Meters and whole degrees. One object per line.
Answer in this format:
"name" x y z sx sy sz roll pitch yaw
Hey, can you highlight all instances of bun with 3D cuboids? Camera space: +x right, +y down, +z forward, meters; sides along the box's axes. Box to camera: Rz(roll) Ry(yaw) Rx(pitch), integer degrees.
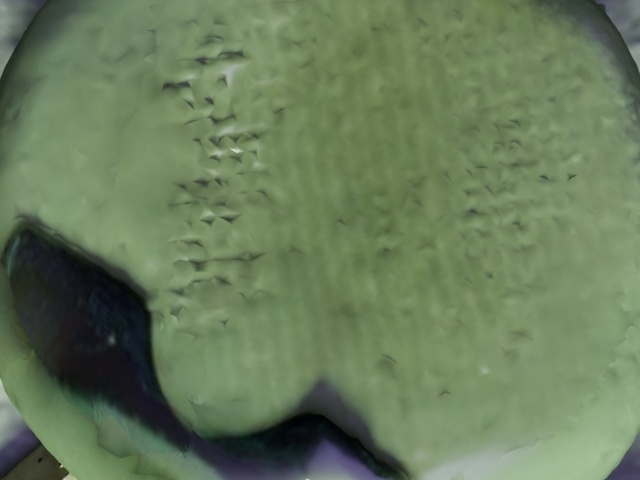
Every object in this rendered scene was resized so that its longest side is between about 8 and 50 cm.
"bun" 0.000 0.000 0.662 0.283 0.179 0.283 0 75 -1

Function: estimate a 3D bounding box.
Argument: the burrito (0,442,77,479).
"burrito" -0.155 0.143 0.738 0.171 0.051 0.042 -42 107 3
